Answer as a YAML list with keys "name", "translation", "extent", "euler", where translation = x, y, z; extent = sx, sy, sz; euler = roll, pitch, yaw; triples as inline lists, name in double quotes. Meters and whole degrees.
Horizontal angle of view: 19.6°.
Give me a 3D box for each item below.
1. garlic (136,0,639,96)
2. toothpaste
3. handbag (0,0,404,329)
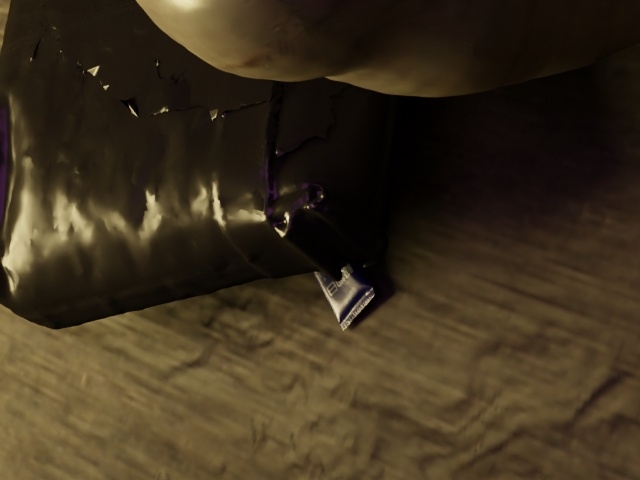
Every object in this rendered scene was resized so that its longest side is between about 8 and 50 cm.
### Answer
- name: "garlic"
  translation: [0.037, -0.190, 0.656]
  extent: [0.317, 0.317, 0.259]
  euler: [-53, 29, 13]
- name: "toothpaste"
  translation: [0.000, 0.000, 0.807]
  extent: [0.024, 0.015, 0.083]
  euler: [-49, 53, 28]
- name: "handbag"
  translation: [-0.058, -0.089, 0.832]
  extent: [0.223, 0.080, 0.247]
  euler: [-15, 58, 38]
